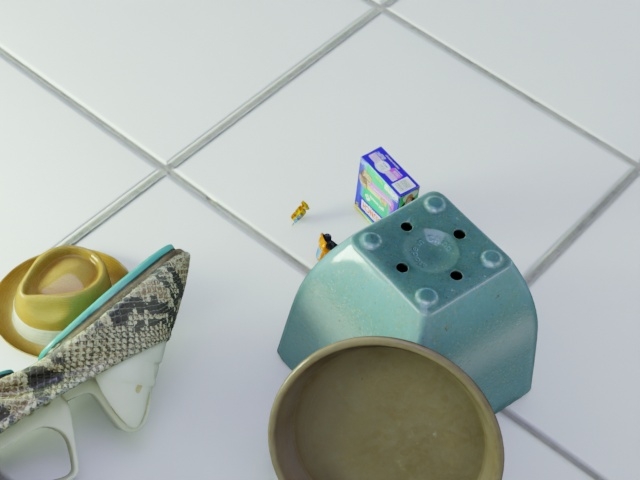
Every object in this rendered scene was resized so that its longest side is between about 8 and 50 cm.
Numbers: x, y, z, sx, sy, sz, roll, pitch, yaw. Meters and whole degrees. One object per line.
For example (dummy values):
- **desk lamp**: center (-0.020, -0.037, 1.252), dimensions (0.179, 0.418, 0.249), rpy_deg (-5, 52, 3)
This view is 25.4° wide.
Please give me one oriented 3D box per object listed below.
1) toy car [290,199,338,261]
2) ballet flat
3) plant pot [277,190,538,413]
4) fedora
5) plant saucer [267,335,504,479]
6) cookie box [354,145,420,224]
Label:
- **toy car**: center (0.000, 0.000, 1.972), dimensions (0.040, 0.060, 0.122), rpy_deg (-48, 39, 11)
- **ballet flat**: center (-0.324, 0.196, 1.700), dimensions (0.482, 0.164, 0.182), rpy_deg (-32, 84, -20)
- **plant pot**: center (0.118, 0.089, 1.759), dimensions (0.247, 0.252, 0.248), rpy_deg (-29, 59, -26)
- **fedora**: center (-0.334, 0.065, 1.840), dimensions (0.194, 0.079, 0.194), rpy_deg (3, 50, -3)
- **plant saucer**: center (0.076, 0.234, 1.644), dimensions (0.277, 0.278, 0.041), rpy_deg (18, 22, 8)
- **cookie box**: center (0.091, -0.061, 1.974), dimensions (0.040, 0.107, 0.092), rpy_deg (-27, 57, -24)
